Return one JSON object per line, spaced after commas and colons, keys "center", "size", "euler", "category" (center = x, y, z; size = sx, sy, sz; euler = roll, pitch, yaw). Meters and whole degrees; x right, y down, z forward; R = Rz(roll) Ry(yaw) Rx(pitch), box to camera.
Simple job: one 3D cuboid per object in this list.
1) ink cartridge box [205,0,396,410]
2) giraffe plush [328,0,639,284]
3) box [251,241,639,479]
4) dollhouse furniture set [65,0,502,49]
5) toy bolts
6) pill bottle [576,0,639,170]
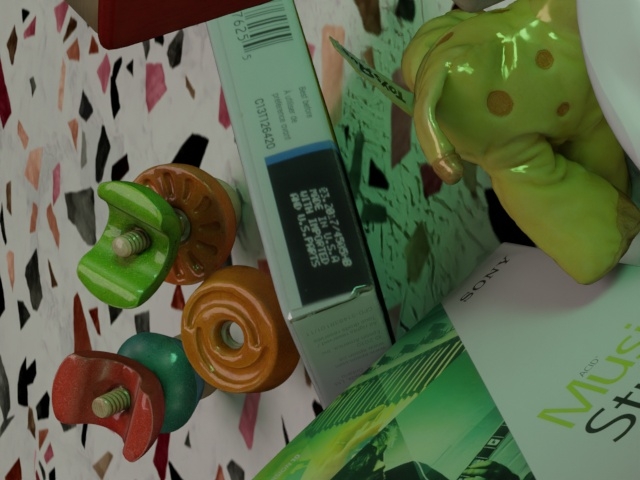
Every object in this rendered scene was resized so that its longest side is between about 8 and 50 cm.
{"center": [0.000, 0.000, 1.122], "size": [0.307, 0.072, 0.304], "euler": [68, -176, -56], "category": "ink cartridge box"}
{"center": [0.135, -0.107, 0.869], "size": [0.170, 0.210, 0.181], "euler": [-44, 44, 18], "category": "giraffe plush"}
{"center": [0.119, 0.107, 0.833], "size": [0.058, 0.232, 0.322], "euler": [55, 160, -21], "category": "box"}
{"center": [0.081, -0.199, 0.672], "size": [0.152, 0.374, 0.201], "euler": [48, 147, 33], "category": "dollhouse furniture set"}
{"center": [-0.094, 0.070, 1.346], "size": [0.218, 0.158, 0.228], "euler": [31, 115, 21], "category": "toy bolts"}
{"center": [0.239, -0.083, 0.522], "size": [0.161, 0.283, 0.161], "euler": [6, 97, 61], "category": "pill bottle"}
